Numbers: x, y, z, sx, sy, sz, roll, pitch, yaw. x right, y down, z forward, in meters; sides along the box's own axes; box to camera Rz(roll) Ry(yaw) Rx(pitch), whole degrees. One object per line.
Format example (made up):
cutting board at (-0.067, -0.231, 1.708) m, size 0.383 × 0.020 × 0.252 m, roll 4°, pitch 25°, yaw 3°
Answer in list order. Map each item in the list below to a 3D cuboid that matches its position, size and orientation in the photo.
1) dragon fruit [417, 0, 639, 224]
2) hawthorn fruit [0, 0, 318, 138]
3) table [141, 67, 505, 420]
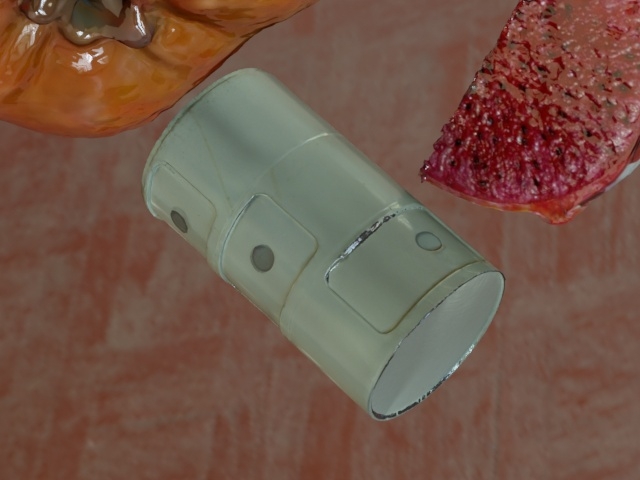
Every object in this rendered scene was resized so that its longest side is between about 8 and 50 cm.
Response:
dragon fruit at (0.195, -0.128, 1.234) m, size 0.126 × 0.274 × 0.161 m, roll 37°, pitch 38°, yaw 11°
hawthorn fruit at (-0.091, -0.166, 0.581) m, size 0.207 × 0.207 × 0.243 m, roll -16°, pitch 59°, yaw 12°
table at (0.000, 0.000, 1.218) m, size 0.126 × 0.126 × 0.220 m, roll -42°, pitch 67°, yaw -15°
